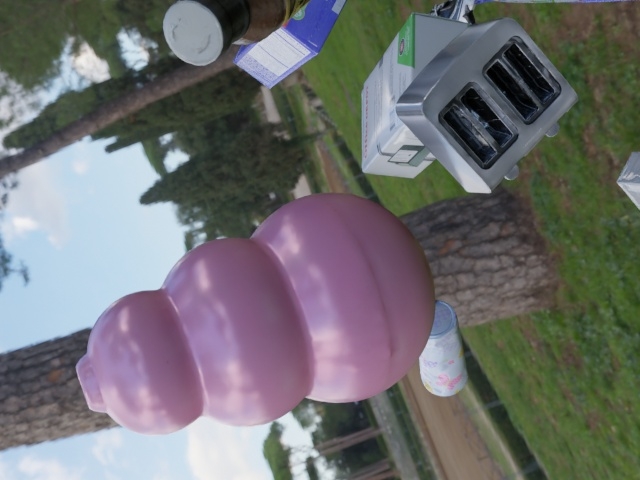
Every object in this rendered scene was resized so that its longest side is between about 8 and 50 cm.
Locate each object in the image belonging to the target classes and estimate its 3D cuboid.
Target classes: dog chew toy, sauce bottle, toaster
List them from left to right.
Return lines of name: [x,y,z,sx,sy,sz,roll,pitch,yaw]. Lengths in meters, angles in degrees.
sauce bottle: [-0.077,-0.301,0.896,0.344,0.111,0.111,-62,-41,-50]
dog chew toy: [-0.060,0.079,0.706,0.207,0.331,0.207,51,151,43]
toaster: [0.203,-0.175,0.937,0.185,0.168,0.110,45,178,-15]

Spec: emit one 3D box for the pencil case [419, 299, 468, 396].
pencil case: [0.290,0.270,1.837,0.114,0.124,0.273,-88,-17,-44]

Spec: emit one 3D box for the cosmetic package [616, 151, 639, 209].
cosmetic package: [0.828,-0.130,1.722,0.127,0.107,0.238,40,164,-31]

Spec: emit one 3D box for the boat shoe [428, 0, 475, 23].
boat shoe: [0.323,-0.561,1.914,0.301,0.102,0.108,112,179,-82]

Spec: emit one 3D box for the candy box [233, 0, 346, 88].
candy box: [-0.047,-0.506,1.642,0.122,0.268,0.317,32,166,-18]

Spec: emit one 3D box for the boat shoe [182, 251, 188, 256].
boat shoe: [-0.100,0.077,1.281,0.127,0.340,0.113,32,109,58]

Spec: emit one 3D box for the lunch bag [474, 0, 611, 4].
lunch bag: [0.482,-0.601,1.358,0.239,0.385,0.328,-68,-24,-74]

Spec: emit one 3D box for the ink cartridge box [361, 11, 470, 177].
ink cartridge box: [0.177,-0.265,1.436,0.289,0.121,0.211,137,137,-71]
